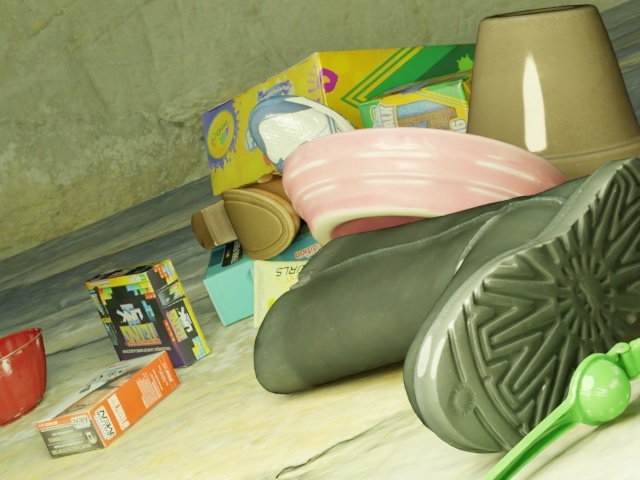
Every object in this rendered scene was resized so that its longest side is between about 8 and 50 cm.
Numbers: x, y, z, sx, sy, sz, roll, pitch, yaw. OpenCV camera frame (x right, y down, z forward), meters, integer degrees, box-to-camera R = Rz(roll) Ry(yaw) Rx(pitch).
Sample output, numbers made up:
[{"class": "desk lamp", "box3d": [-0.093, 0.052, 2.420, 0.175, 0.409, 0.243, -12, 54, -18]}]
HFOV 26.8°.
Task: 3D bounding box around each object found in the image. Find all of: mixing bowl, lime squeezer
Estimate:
[{"class": "mixing bowl", "box3d": [-0.463, 0.208, 1.922, 0.181, 0.098, 0.181, -22, 11, 5]}, {"class": "lime squeezer", "box3d": [0.246, 0.119, 1.020, 0.310, 0.059, 0.110, -22, 41, 2]}]

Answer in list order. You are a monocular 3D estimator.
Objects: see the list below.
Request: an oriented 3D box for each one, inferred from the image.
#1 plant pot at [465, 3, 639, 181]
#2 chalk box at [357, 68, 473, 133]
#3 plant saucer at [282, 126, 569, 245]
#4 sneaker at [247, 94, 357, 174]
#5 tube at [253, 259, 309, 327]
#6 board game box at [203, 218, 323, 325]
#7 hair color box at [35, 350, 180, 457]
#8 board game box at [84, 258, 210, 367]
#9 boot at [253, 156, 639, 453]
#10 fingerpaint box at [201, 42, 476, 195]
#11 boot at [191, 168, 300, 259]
[{"class": "plant pot", "box3d": [0.289, -0.176, 1.701, 0.263, 0.229, 0.263, -7, 11, 1]}, {"class": "chalk box", "box3d": [0.144, -0.160, 1.933, 0.213, 0.132, 0.132, -10, 13, 27]}, {"class": "plant saucer", "box3d": [0.117, -0.033, 1.538, 0.332, 0.084, 0.332, 7, -17, 2]}, {"class": "sneaker", "box3d": [0.023, -0.075, 1.774, 0.112, 0.296, 0.131, -47, 10, 27]}, {"class": "tube", "box3d": [-0.008, 0.061, 1.747, 0.240, 0.062, 0.070, -8, 36, 45]}, {"class": "board game box", "box3d": [0.000, 0.000, 2.003, 0.336, 0.079, 0.254, -23, 11, 4]}, {"class": "hair color box", "box3d": [-0.259, 0.200, 1.653, 0.093, 0.053, 0.167, -16, 14, 32]}, {"class": "board game box", "box3d": [-0.239, 0.104, 1.835, 0.048, 0.141, 0.170, -29, 11, -36]}, {"class": "boot", "box3d": [0.074, 0.081, 1.269, 0.445, 0.146, 0.367, -12, 18, 48]}, {"class": "fingerpaint box", "box3d": [0.059, -0.196, 2.264, 0.371, 0.163, 0.445, -7, -4, -29]}, {"class": "boot", "box3d": [-0.039, -0.054, 1.924, 0.220, 0.109, 0.283, -25, 4, -26]}]
